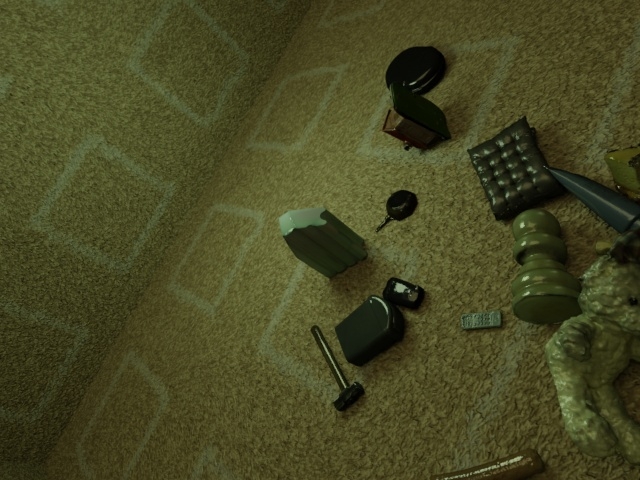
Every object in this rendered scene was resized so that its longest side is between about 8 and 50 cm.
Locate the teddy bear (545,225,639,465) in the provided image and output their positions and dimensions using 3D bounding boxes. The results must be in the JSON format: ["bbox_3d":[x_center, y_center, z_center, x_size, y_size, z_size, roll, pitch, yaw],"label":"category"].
[{"bbox_3d":[0.674,0.221,0.973,0.376,0.327,0.362,-94,26,-48],"label":"teddy bear"}]

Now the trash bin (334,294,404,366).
[{"bbox_3d":[0.175,0.306,1.563,0.236,0.101,0.177,-42,43,16],"label":"trash bin"}]

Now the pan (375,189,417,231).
[{"bbox_3d":[0.296,-0.116,1.779,0.128,0.048,0.202,21,79,48],"label":"pan"}]

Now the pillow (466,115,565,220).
[{"bbox_3d":[0.645,-0.243,1.503,0.228,0.101,0.327,-30,44,29],"label":"pillow"}]

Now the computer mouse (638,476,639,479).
[{"bbox_3d":[0.708,0.544,0.915,0.098,0.057,0.172,-20,52,37],"label":"computer mouse"}]

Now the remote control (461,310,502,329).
[{"bbox_3d":[0.489,0.243,1.366,0.124,0.018,0.053,-14,53,37],"label":"remote control"}]

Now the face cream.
[{"bbox_3d":[0.798,-0.103,1.252,0.385,0.135,0.087,59,135,44],"label":"face cream"}]

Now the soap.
[{"bbox_3d":[0.000,0.000,1.750,0.208,0.346,0.115,-33,45,23],"label":"soap"}]

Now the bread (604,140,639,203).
[{"bbox_3d":[0.876,-0.200,1.220,0.152,0.147,0.127,-35,31,11],"label":"bread"}]

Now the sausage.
[{"bbox_3d":[0.419,0.602,1.149,0.301,0.065,0.066,-32,45,26],"label":"sausage"}]

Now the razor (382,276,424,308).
[{"bbox_3d":[0.289,0.184,1.571,0.148,0.054,0.090,17,79,49],"label":"razor"}]

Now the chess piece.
[{"bbox_3d":[0.624,0.054,1.266,0.182,0.182,0.331,-18,46,35],"label":"chess piece"}]

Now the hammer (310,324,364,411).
[{"bbox_3d":[0.039,0.445,1.644,0.111,0.043,0.365,-46,38,10],"label":"hammer"}]

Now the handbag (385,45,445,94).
[{"bbox_3d":[0.432,-0.786,2.087,0.254,0.093,0.308,-55,40,-3],"label":"handbag"}]

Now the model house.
[{"bbox_3d":[0.363,-0.484,1.831,0.154,0.293,0.207,-45,36,42],"label":"model house"}]

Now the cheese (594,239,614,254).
[{"bbox_3d":[0.793,0.025,1.220,0.083,0.030,0.044,11,64,41],"label":"cheese"}]
